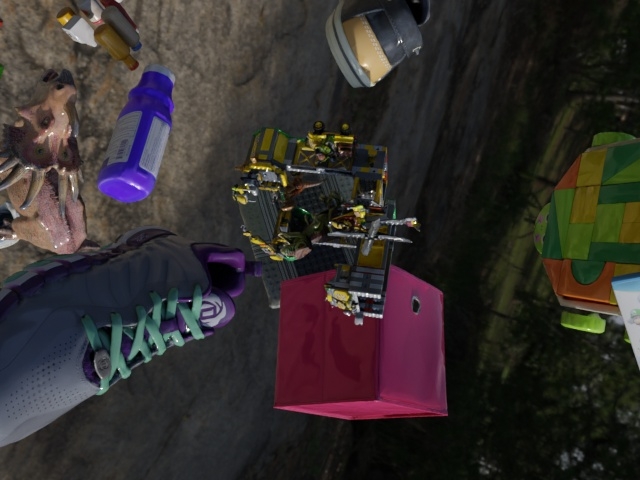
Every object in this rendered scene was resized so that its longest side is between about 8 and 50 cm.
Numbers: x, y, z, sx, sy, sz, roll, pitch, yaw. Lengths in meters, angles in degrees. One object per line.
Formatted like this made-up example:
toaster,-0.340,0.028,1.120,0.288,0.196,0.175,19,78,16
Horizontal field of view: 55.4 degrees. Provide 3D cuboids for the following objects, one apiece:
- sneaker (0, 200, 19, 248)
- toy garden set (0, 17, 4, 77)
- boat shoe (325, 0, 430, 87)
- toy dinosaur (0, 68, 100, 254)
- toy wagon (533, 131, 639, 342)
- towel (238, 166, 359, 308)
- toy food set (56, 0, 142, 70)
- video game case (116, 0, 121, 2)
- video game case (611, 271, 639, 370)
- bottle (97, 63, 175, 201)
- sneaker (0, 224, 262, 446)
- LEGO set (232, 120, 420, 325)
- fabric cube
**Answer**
sneaker,-0.627,0.007,1.054,0.237,0.085,0.086,-44,157,-41
toy garden set,-0.699,-0.325,1.091,0.244,0.049,0.204,-18,150,-55
boat shoe,0.124,-0.450,1.142,0.187,0.156,0.500,54,28,-29
toy dinosaur,-0.332,-0.055,0.739,0.127,0.200,0.295,-45,142,-32
toy wagon,0.372,-0.011,0.796,0.344,0.068,0.267,-177,-82,-75
towel,-0.022,-0.014,1.492,0.056,0.312,0.324,118,-43,-67
toy food set,-0.459,-0.447,1.301,0.111,0.232,0.104,-53,140,-12
video game case,-0.221,-0.369,0.739,0.157,0.019,0.143,-44,-177,6
video game case,0.374,0.101,0.601,0.015,0.119,0.166,-36,107,-54
bottle,-0.354,-0.218,1.210,0.092,0.118,0.283,31,58,-40
sneaker,-0.112,0.043,0.369,0.223,0.098,0.083,-56,148,-64
LEGO set,0.000,0.000,0.892,0.331,0.255,0.192,93,8,-64
fabric cube,0.085,0.214,1.229,0.254,0.259,0.258,27,58,-45
